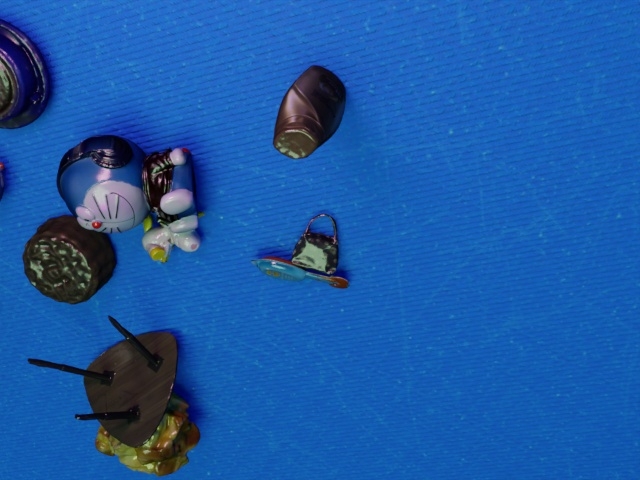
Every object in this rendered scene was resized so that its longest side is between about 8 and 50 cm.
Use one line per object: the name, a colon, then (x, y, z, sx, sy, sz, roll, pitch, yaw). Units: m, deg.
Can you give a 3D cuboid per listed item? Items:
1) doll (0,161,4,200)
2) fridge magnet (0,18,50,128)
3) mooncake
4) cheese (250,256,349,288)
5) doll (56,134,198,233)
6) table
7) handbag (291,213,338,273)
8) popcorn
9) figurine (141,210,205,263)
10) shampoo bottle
doll: (-0.903, -0.151, 1.762, 0.257, 0.161, 0.215, 18, 135, 18)
fridge magnet: (-0.747, -0.376, 1.618, 0.265, 0.112, 0.265, 5, 121, 9)
mooncake: (-0.655, 0.054, 1.837, 0.228, 0.124, 0.228, 5, 120, 9)
cheese: (-0.050, 0.082, 1.781, 0.256, 0.037, 0.106, 13, 161, -1)
doll: (-0.446, -0.127, 1.644, 0.310, 0.240, 0.284, -4, 146, -5)
table: (-0.553, 0.362, 1.831, 0.317, 0.317, 0.249, -17, 151, 18)
handbag: (0.000, 0.000, 1.735, 0.115, 0.072, 0.139, 16, 107, 3)
popcorn: (-0.491, 0.552, 2.036, 0.332, 0.225, 0.265, -20, 129, 31)
figurine: (-0.362, -0.024, 1.768, 0.178, 0.109, 0.129, -21, 91, 16)
shampoo bottle: (-0.020, -0.255, 1.425, 0.125, 0.350, 0.084, 37, 118, -10)
